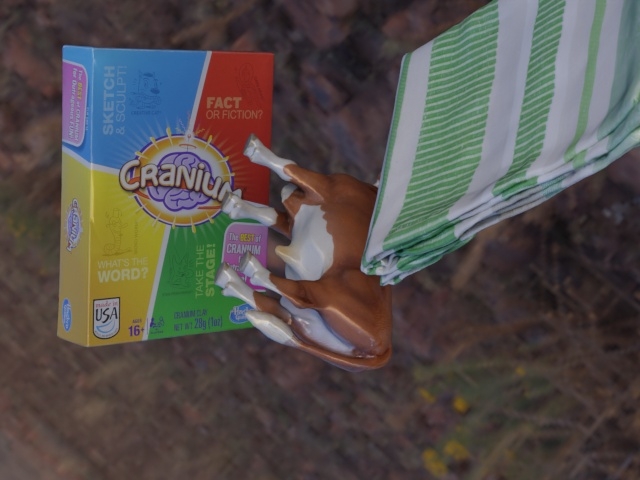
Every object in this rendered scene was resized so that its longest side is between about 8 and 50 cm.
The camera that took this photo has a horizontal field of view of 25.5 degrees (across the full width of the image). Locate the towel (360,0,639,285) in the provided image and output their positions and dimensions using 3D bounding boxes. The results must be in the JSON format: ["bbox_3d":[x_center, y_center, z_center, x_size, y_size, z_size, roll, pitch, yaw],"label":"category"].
[{"bbox_3d":[0.150,-0.119,1.090,0.038,0.248,0.325,28,146,-23],"label":"towel"}]

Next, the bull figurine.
[{"bbox_3d":[0.000,0.000,1.374,0.188,0.101,0.310,21,-148,-17],"label":"bull figurine"}]

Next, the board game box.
[{"bbox_3d":[-0.168,-0.053,1.562,0.064,0.242,0.317,12,103,49],"label":"board game box"}]
